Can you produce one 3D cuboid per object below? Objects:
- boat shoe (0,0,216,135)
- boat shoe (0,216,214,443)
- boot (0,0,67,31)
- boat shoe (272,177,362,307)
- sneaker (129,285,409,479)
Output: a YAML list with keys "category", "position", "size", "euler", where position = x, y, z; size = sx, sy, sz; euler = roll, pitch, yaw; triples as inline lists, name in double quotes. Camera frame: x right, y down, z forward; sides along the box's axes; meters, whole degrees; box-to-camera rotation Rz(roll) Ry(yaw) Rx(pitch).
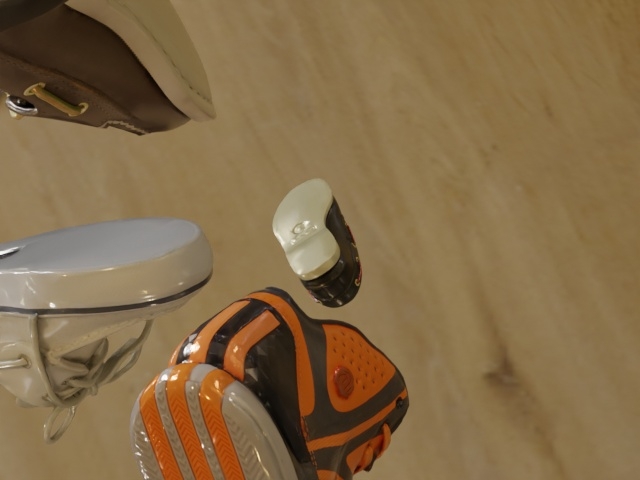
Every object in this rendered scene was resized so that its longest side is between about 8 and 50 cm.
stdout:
- category: "boat shoe"
  position: [-0.143, -0.116, 0.893]
  size: [0.097, 0.324, 0.116]
  euler: [-29, 75, 7]
- category: "boat shoe"
  position: [-0.220, 0.083, 1.375]
  size: [0.367, 0.136, 0.156]
  euler: [-10, 106, 33]
- category: "boot"
  position: [-0.108, -0.219, 0.507]
  size: [0.264, 0.280, 0.096]
  euler: [-35, 40, -24]
- category: "boat shoe"
  position: [-0.002, 0.001, 1.195]
  size: [0.049, 0.133, 0.042]
  euler: [-31, 120, 9]
- category: "sneaker"
  position: [0.003, 0.174, 1.032]
  size: [0.125, 0.180, 0.321]
  euler: [1, 118, 28]
